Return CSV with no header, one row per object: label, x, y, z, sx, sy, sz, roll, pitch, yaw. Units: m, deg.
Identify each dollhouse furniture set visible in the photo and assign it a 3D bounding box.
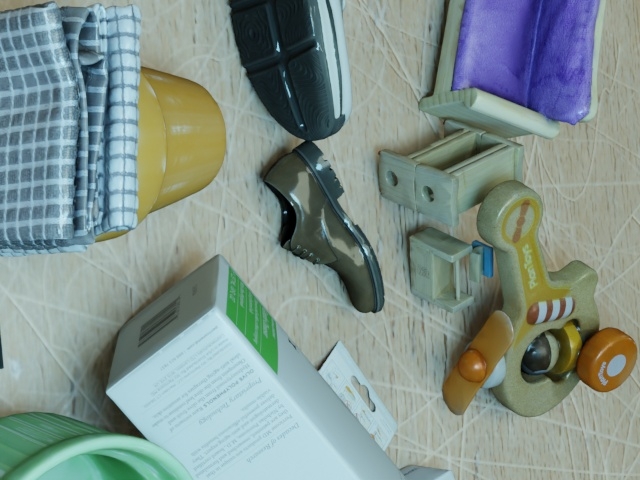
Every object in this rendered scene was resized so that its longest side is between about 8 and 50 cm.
dollhouse furniture set,0.162,-0.033,2.039,0.129,0.129,0.184,-26,126,-35

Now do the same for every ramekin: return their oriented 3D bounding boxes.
ramekin,-0.272,0.317,1.621,0.303,0.148,0.303,-16,114,-41

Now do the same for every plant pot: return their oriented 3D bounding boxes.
plant pot,-0.207,-0.104,1.726,0.188,0.205,0.205,-8,92,-52

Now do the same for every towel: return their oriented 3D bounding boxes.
towel,-0.305,-0.104,1.581,0.121,0.283,0.235,8,81,-50

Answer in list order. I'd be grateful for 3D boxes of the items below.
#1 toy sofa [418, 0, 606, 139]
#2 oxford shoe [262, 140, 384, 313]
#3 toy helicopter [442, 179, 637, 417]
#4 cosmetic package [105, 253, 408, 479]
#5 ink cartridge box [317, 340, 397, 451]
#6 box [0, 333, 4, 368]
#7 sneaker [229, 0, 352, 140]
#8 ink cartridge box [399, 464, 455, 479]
toy sofa,0.258,-0.318,2.077,0.150,0.177,0.363,17,78,-34
oxford shoe,0.000,0.000,1.939,0.096,0.083,0.227,-34,106,-14
toy helicopter,0.243,0.081,2.015,0.235,0.140,0.355,-33,130,-17
cosmetic package,-0.055,0.219,1.757,0.155,0.197,0.365,-38,106,8
ink cartridge box,0.008,0.229,1.953,0.145,0.045,0.179,56,41,-19
box,-0.362,0.103,1.653,0.052,0.083,0.062,-5,90,-35
sneaker,0.025,-0.351,1.913,0.257,0.169,0.447,-14,93,-34
ink cartridge box,0.111,0.393,1.975,0.148,0.086,0.203,-24,101,-34
